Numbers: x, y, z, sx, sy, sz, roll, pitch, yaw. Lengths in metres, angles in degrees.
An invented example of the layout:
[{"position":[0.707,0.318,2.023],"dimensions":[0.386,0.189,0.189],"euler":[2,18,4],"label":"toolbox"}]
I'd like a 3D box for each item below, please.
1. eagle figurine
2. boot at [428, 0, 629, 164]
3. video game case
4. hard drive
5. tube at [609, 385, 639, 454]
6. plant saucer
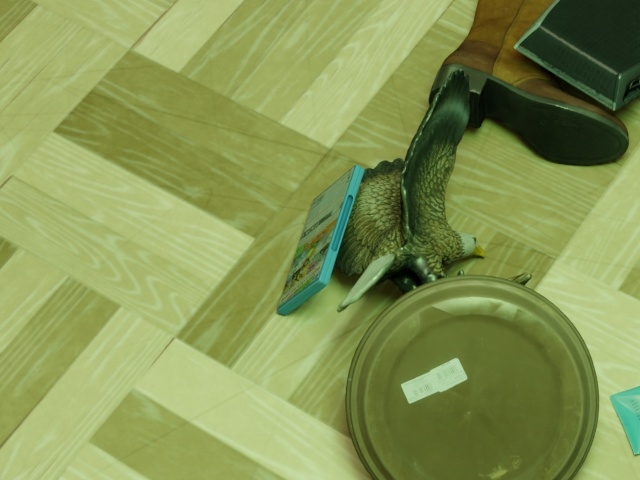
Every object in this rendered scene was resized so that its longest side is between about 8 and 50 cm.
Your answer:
[{"position":[0.114,-0.026,1.949],"dimensions":[0.226,0.225,0.298],"euler":[-20,65,8],"label":"eagle figurine"},{"position":[0.301,-0.232,2.151],"dimensions":[0.264,0.096,0.280],"euler":[13,47,18],"label":"boot"},{"position":[0.000,0.000,1.981],"dimensions":[0.015,0.119,0.166],"euler":[28,59,-16],"label":"video game case"},{"position":[0.377,-0.271,2.110],"dimensions":[0.172,0.054,0.254],"euler":[35,45,18],"label":"hard drive"},{"position":[0.433,0.167,1.851],"dimensions":[0.207,0.052,0.080],"euler":[-25,47,9],"label":"tube"},{"position":[0.165,0.176,1.793],"dimensions":[0.278,0.041,0.278],"euler":[0,92,4],"label":"plant saucer"}]
